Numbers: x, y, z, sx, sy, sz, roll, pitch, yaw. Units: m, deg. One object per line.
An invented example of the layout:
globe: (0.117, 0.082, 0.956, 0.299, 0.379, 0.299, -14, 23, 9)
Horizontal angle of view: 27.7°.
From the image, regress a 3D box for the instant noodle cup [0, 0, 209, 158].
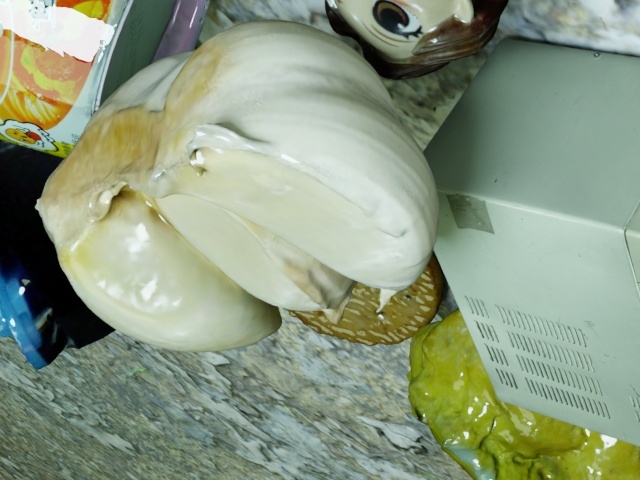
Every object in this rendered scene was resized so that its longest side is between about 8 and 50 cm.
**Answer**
instant noodle cup: (-0.198, -0.178, 0.888, 0.200, 0.264, 0.264, 23, 154, 6)

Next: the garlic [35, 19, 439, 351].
garlic: (-0.041, -0.032, 0.785, 0.203, 0.184, 0.281, 35, 136, -28)

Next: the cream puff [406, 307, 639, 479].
cream puff: (0.175, 0.171, 1.096, 0.282, 0.185, 0.282, 25, 151, 15)

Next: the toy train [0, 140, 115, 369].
toy train: (-0.251, -0.059, 1.144, 0.265, 0.188, 0.300, 59, 173, 41)

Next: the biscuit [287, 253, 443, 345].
biscuit: (0.021, 0.022, 1.164, 0.188, 0.027, 0.187, 17, 138, 16)

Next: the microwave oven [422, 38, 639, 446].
microwave oven: (0.180, 0.006, 0.844, 0.194, 0.145, 0.240, 19, 150, 38)

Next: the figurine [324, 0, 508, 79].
figurine: (0.056, -0.189, 0.625, 0.187, 0.168, 0.315, 22, 152, 6)
